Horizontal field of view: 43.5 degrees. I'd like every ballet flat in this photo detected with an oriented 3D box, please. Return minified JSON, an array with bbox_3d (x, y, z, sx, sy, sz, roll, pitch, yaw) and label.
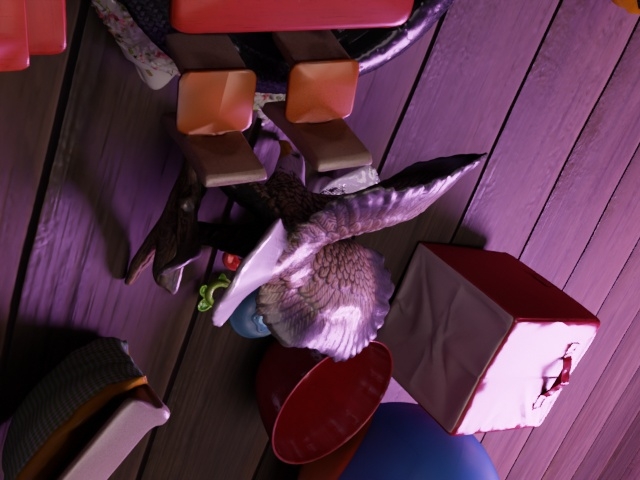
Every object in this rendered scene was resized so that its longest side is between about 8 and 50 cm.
[{"bbox_3d":[-0.098,-0.146,0.647,0.077,0.091,0.241,-40,144,28],"label":"ballet flat"}]

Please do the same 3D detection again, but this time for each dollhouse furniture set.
[{"bbox_3d":[-0.056,-0.147,0.413,0.259,0.135,0.262,-10,129,-25],"label":"dollhouse furniture set"},{"bbox_3d":[-0.292,0.182,0.657,0.301,0.197,0.151,-50,117,-10],"label":"dollhouse furniture set"}]

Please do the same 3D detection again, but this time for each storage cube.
[{"bbox_3d":[0.216,0.129,1.079,0.193,0.215,0.183,7,116,-41],"label":"storage cube"}]

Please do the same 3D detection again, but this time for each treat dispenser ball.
[{"bbox_3d":[0.106,0.367,1.097,0.288,0.288,0.288,-26,136,-28],"label":"treat dispenser ball"}]

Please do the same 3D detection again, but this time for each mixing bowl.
[{"bbox_3d":[-0.011,0.167,0.970,0.181,0.098,0.181,-26,137,-28],"label":"mixing bowl"}]

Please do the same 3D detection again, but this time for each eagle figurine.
[{"bbox_3d":[0.001,-0.010,0.744,0.298,0.226,0.225,15,77,-23],"label":"eagle figurine"}]

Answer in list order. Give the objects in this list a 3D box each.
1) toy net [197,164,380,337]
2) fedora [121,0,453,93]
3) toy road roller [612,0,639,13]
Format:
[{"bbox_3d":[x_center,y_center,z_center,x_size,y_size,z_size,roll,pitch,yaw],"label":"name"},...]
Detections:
[{"bbox_3d":[-0.032,-0.001,0.863,0.122,0.045,0.232,40,86,-32],"label":"toy net"},{"bbox_3d":[-0.023,-0.273,0.539,0.334,0.152,0.334,-17,132,-20],"label":"fedora"},{"bbox_3d":[0.444,-0.313,0.851,0.202,0.329,0.240,-48,120,-4],"label":"toy road roller"}]
